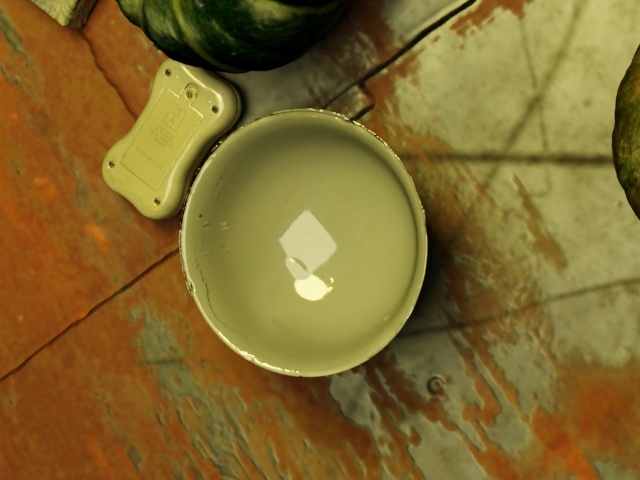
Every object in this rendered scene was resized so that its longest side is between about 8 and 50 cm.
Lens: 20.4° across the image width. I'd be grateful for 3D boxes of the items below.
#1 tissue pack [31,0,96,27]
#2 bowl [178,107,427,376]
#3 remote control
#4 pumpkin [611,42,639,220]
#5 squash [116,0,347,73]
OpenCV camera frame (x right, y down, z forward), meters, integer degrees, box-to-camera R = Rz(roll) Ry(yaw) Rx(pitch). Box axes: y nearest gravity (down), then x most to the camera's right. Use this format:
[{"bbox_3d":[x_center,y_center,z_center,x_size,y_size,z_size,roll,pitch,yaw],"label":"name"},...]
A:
[{"bbox_3d":[-0.207,-0.213,1.379,0.083,0.035,0.063,38,106,17],"label":"tissue pack"},{"bbox_3d":[0.000,0.000,1.279,0.189,0.086,0.189,1,92,21],"label":"bowl"},{"bbox_3d":[-0.113,-0.078,1.349,0.074,0.032,0.122,39,106,16],"label":"remote control"},{"bbox_3d":[0.292,-0.074,1.118,0.223,0.157,0.224,-8,72,25],"label":"pumpkin"},{"bbox_3d":[-0.065,-0.223,1.246,0.218,0.172,0.218,3,100,19],"label":"squash"}]
